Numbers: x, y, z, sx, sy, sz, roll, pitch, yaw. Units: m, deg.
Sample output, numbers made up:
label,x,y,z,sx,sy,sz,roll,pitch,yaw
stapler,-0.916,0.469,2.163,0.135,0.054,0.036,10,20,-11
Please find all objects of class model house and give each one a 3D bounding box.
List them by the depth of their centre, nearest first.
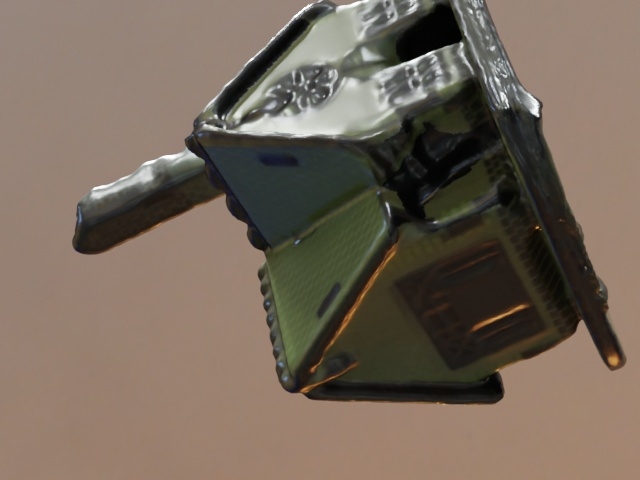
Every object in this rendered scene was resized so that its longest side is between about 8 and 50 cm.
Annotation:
label,x,y,z,sx,sy,sz,roll,pitch,yaw
model house,0.000,0.000,1.025,0.278,0.218,0.205,-24,-51,7
